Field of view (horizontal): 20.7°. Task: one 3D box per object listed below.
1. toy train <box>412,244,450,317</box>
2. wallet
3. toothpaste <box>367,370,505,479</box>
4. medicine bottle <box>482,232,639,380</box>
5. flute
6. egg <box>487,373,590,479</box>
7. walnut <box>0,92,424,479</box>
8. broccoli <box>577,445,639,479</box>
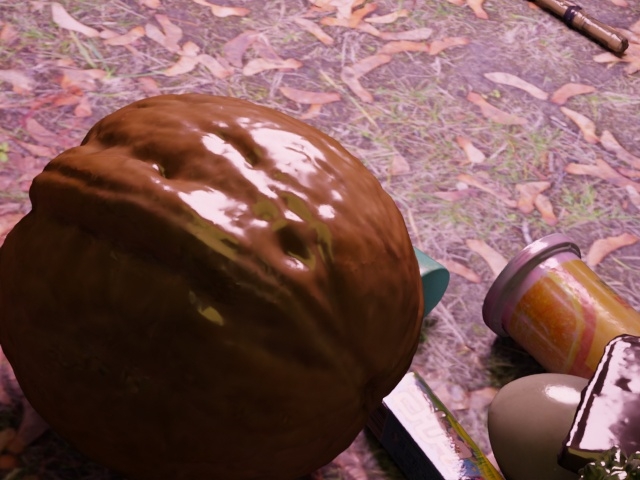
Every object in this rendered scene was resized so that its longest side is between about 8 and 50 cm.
[{"bbox_3d":[0.000,0.000,1.562,0.248,0.101,0.159,36,31,24],"label":"toy train"},{"bbox_3d":[0.341,0.167,1.304,0.310,0.042,0.165,18,40,13],"label":"wallet"},{"bbox_3d":[0.114,0.185,1.404,0.070,0.044,0.193,-15,47,-29],"label":"toothpaste"},{"bbox_3d":[0.310,0.161,1.438,0.108,0.108,0.426,-20,50,-34],"label":"medicine bottle"},{"bbox_3d":[0.258,-0.278,2.013,0.233,0.027,0.027,36,45,26],"label":"flute"},{"bbox_3d":[0.201,0.167,1.395,0.152,0.114,0.114,33,43,24],"label":"egg"},{"bbox_3d":[-0.091,0.039,1.340,0.333,0.332,0.332,8,39,-7],"label":"walnut"},{"bbox_3d":[0.249,0.304,1.183,0.375,0.302,0.249,2,55,30],"label":"broccoli"}]
